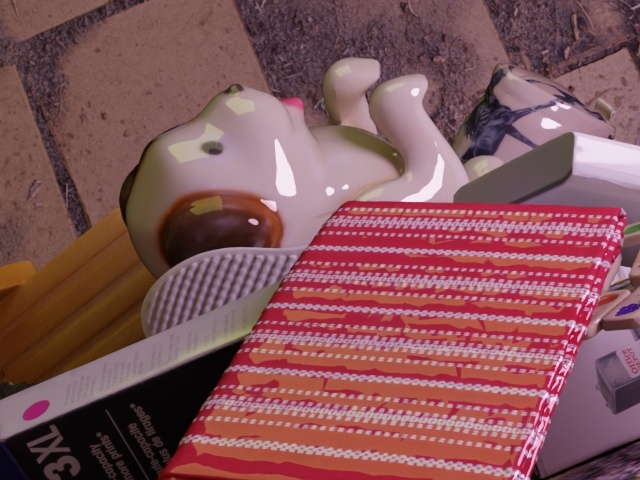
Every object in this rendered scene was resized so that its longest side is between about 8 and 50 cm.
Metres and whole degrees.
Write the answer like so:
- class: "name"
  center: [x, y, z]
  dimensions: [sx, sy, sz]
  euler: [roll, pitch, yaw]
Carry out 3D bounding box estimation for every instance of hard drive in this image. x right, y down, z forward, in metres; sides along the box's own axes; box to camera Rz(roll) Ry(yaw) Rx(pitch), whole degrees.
- class: "hard drive"
  center: [0.321, -0.014, 1.345]
  dimensions: [0.353, 0.047, 0.233]
  euler: [11, -14, -17]

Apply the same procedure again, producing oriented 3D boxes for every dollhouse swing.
- class: "dollhouse swing"
  center: [-0.300, 0.168, 1.701]
  dimensions: [0.315, 0.347, 0.305]
  euler: [-17, -17, -49]

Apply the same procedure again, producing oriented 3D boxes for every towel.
- class: "towel"
  center: [0.049, 0.063, 0.870]
  dimensions: [0.198, 0.031, 0.275]
  euler: [3, 36, 25]

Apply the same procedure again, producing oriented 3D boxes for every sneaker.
- class: "sneaker"
  center: [-0.001, 0.048, 1.318]
  dimensions: [0.282, 0.102, 0.161]
  euler: [-12, -5, 14]

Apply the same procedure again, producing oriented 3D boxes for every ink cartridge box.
- class: "ink cartridge box"
  center: [-0.082, 0.147, 1.049]
  dimensions: [0.370, 0.176, 0.069]
  euler: [-22, 25, 12]
- class: "ink cartridge box"
  center: [0.214, 0.071, 1.026]
  dimensions: [0.217, 0.092, 0.158]
  euler: [-21, -3, -1]

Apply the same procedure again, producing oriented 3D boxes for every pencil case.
- class: "pencil case"
  center: [0.196, -0.012, 1.845]
  dimensions: [0.183, 0.160, 0.410]
  euler: [23, -82, -43]

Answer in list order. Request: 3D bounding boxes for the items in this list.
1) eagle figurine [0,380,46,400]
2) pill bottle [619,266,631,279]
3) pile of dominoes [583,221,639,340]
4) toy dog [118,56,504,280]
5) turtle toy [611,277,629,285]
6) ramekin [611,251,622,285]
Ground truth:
- class: "eagle figurine"
  center: [-0.226, 0.247, 1.552]
  dimensions: [0.298, 0.225, 0.226]
  euler: [-10, 7, -15]
- class: "pill bottle"
  center: [0.317, 0.046, 1.742]
  dimensions: [0.162, 0.162, 0.278]
  euler: [-25, -5, 29]
- class: "pile of dominoes"
  center: [0.209, 0.000, 0.959]
  dimensions: [0.251, 0.040, 0.196]
  euler: [-17, 12, 26]
- class: "toy dog"
  center: [0.000, 0.000, 1.533]
  dimensions: [0.395, 0.408, 0.284]
  euler: [-56, 31, 14]
- class: "turtle toy"
  center: [0.278, 0.062, 1.146]
  dimensions: [0.130, 0.095, 0.066]
  euler: [-22, 18, -12]
- class: "ramekin"
  center: [0.143, 0.103, 1.304]
  dimensions: [0.272, 0.127, 0.273]
  euler: [-22, -5, -2]
